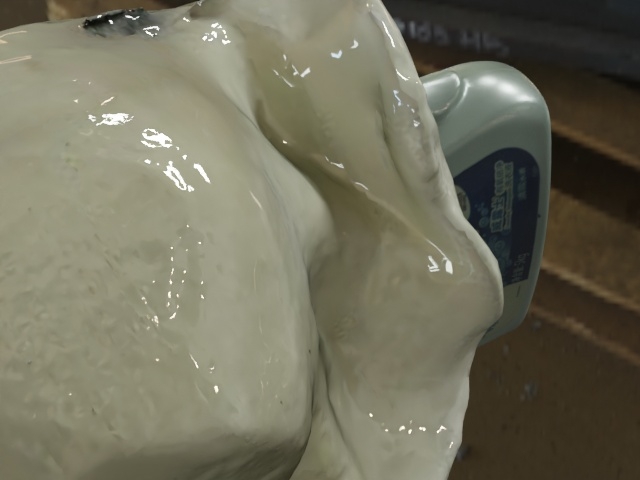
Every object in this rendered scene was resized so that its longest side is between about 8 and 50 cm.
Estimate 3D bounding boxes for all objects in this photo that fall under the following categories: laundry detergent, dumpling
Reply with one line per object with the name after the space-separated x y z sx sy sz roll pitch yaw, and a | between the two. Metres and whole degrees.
0.000 0.000 0.975 0.280 0.215 0.105 -12 37 -24 | laundry detergent
-0.085 0.052 0.521 0.318 0.187 0.243 -37 99 -22 | dumpling
